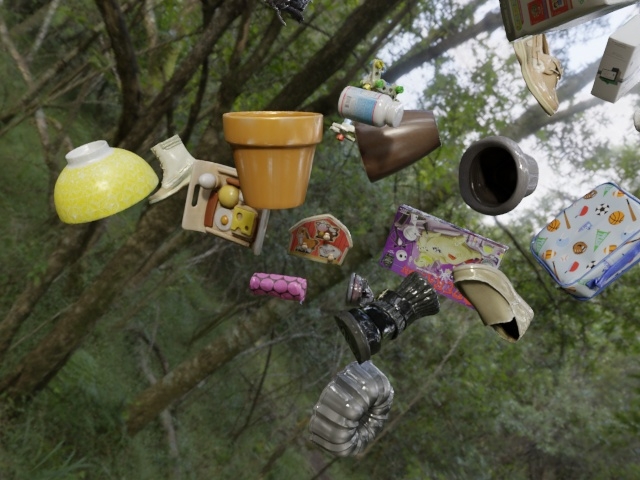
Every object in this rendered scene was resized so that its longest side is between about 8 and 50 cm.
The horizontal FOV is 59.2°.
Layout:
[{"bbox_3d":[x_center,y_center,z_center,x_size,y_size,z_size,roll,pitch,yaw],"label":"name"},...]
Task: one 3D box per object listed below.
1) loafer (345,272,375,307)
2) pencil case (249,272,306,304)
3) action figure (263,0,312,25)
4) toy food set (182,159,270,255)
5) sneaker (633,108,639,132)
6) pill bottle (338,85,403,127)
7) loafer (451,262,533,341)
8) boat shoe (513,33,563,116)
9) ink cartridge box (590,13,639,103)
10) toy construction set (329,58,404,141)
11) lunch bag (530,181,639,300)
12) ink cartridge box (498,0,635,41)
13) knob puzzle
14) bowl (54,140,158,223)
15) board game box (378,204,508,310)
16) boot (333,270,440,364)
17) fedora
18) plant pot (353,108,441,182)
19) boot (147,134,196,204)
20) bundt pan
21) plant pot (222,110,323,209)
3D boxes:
[{"bbox_3d":[0.132,0.166,1.787,0.095,0.109,0.302,10,-9,5],"label":"loafer"},{"bbox_3d":[-0.159,0.181,2.134,0.098,0.209,0.095,84,19,-55],"label":"pencil case"},{"bbox_3d":[-0.079,-0.638,1.369,0.141,0.276,0.164,9,-25,36],"label":"action figure"},{"bbox_3d":[-0.273,-0.100,1.648,0.306,0.220,0.092,19,11,32],"label":"toy food set"},{"bbox_3d":[1.055,-0.350,1.683,0.115,0.232,0.090,-173,-98,-65],"label":"sneaker"},{"bbox_3d":[0.134,-0.349,1.490,0.160,0.087,0.087,21,-7,23],"label":"pill bottle"},{"bbox_3d":[0.399,0.145,1.293,0.268,0.102,0.092,36,53,-25],"label":"loafer"},{"bbox_3d":[0.708,-0.543,1.797,0.121,0.110,0.341,31,43,-42],"label":"boat shoe"},{"bbox_3d":[0.961,-0.569,1.783,0.092,0.160,0.219,39,-24,31],"label":"ink cartridge box"},{"bbox_3d":[0.191,-0.496,2.134,0.215,0.328,0.151,27,13,-36],"label":"toy construction set"},{"bbox_3d":[0.715,0.008,1.471,0.115,0.303,0.243,33,20,-29],"label":"lunch bag"},{"bbox_3d":[0.450,-0.562,1.051,0.272,0.130,0.309,-166,-120,-70],"label":"ink cartridge box"},{"bbox_3d":[0.000,0.000,1.624,0.213,0.213,0.030,48,34,-34],"label":"knob puzzle"},{"bbox_3d":[-0.619,-0.185,1.573,0.289,0.289,0.156,-117,-171,-62],"label":"bowl"},{"bbox_3d":[0.364,0.049,1.713,0.347,0.208,0.056,25,22,25],"label":"board game box"},{"bbox_3d":[0.174,0.180,1.393,0.131,0.260,0.348,60,-1,9],"label":"boot"},{"bbox_3d":[0.564,-0.199,1.737,0.275,0.124,0.244,-3,-89,64],"label":"fedora"},{"bbox_3d":[0.238,-0.306,1.695,0.215,0.230,0.215,-14,90,-78],"label":"plant pot"},{"bbox_3d":[-0.515,-0.232,1.868,0.165,0.213,0.077,54,-5,-10],"label":"boot"},{"bbox_3d":[0.117,0.554,1.811,0.124,0.331,0.331,28,-9,35],"label":"bundt pan"},{"bbox_3d":[-0.097,-0.169,1.179,0.205,0.205,0.188,-108,-162,-73],"label":"plant pot"}]
